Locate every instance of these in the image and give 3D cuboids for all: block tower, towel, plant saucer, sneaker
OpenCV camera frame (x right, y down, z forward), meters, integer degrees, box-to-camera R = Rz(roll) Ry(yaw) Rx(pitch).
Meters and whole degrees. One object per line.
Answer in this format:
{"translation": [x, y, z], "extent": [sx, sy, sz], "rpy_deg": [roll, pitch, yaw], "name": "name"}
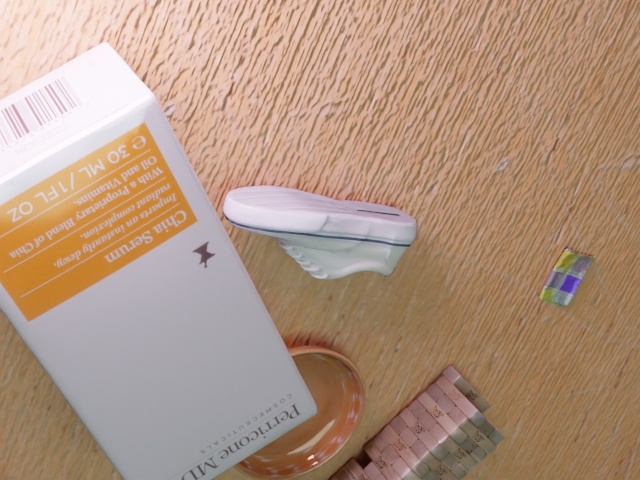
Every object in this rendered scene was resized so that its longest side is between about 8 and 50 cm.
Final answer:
{"translation": [0.099, 0.328, 1.576], "extent": [0.335, 0.097, 0.091], "rpy_deg": [-44, 129, -1], "name": "block tower"}
{"translation": [0.339, 0.051, 1.600], "extent": [0.060, 0.009, 0.083], "rpy_deg": [19, 106, -35], "name": "towel"}
{"translation": [-0.038, 0.216, 1.475], "extent": [0.199, 0.037, 0.200], "rpy_deg": [-12, 122, -21], "name": "plant saucer"}
{"translation": [0.000, 0.000, 1.336], "extent": [0.258, 0.094, 0.091], "rpy_deg": [9, 108, -32], "name": "sneaker"}

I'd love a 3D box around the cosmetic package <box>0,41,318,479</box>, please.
{"translation": [-0.200, 0.053, 1.219], "extent": [0.230, 0.161, 0.453], "rpy_deg": [-32, 128, -8], "name": "cosmetic package"}
